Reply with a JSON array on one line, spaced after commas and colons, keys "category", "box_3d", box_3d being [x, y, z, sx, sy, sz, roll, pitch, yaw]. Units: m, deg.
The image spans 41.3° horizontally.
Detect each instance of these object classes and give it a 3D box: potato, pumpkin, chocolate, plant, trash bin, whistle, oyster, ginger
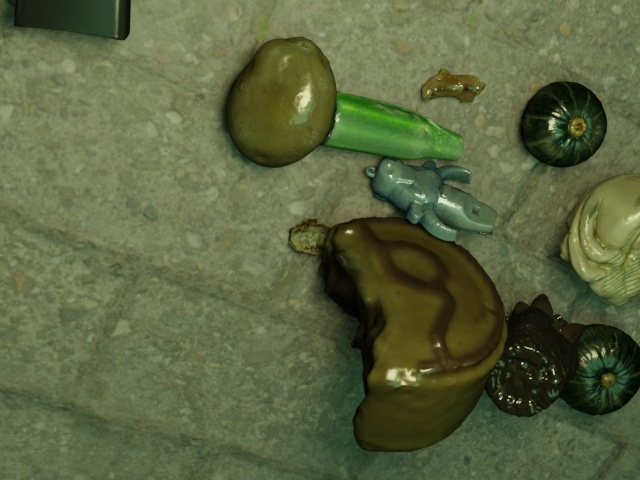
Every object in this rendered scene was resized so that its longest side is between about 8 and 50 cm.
[{"category": "potato", "box_3d": [-0.066, -0.233, 1.451, 0.178, 0.160, 0.235, 13, 112, -13]}, {"category": "pumpkin", "box_3d": [0.469, -0.225, 1.647, 0.167, 0.125, 0.167, -7, 114, -17]}, {"category": "chocolate", "box_3d": [0.133, -0.199, 1.570, 0.291, 0.110, 0.110, 10, 110, -24]}, {"category": "plant", "box_3d": [0.434, 0.225, 1.747, 0.194, 0.321, 0.181, -36, 92, 23]}, {"category": "pumpkin", "box_3d": [0.623, 0.289, 1.920, 0.212, 0.152, 0.211, 0, 109, 1]}, {"category": "trash bin", "box_3d": [-0.366, -0.431, 1.284, 0.165, 0.115, 0.225, 6, 111, -9]}, {"category": "whistle", "box_3d": [0.210, -0.084, 1.615, 0.269, 0.180, 0.093, 20, 139, 0]}, {"category": "oyster", "box_3d": [0.000, -0.001, 1.655, 0.132, 0.029, 0.086, 34, 107, -31]}, {"category": "ginger", "box_3d": [0.255, -0.288, 1.598, 0.137, 0.044, 0.057, 0, 132, -16]}]

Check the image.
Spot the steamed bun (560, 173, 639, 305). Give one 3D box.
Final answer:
[{"category": "steamed bun", "box_3d": [0.605, -0.032, 1.731, 0.268, 0.207, 0.280, -47, 137, 12]}]

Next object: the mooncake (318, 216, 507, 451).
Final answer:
[{"category": "mooncake", "box_3d": [0.134, 0.150, 1.545, 0.393, 0.394, 0.246, -39, 154, -39]}]
